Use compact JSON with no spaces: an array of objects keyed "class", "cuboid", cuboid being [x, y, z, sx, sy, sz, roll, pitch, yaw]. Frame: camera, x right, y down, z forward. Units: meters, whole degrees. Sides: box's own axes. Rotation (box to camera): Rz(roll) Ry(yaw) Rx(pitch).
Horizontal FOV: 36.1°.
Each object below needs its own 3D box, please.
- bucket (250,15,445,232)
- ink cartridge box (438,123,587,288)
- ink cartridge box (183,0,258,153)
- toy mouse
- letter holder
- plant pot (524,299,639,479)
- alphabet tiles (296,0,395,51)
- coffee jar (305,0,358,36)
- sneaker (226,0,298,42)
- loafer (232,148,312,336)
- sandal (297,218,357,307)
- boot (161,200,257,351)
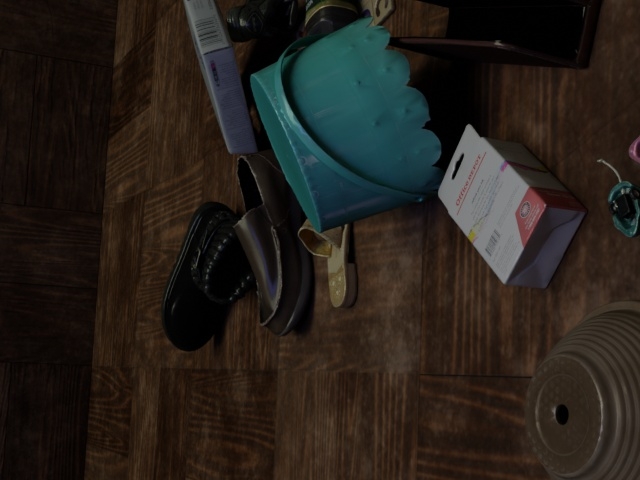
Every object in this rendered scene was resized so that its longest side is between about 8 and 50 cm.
[{"class":"bucket","cuboid":[0.032,-0.154,1.357,0.281,0.183,0.281,156,90,-84]},{"class":"ink cartridge box","cuboid":[0.226,-0.047,1.196,0.198,0.067,0.115,60,137,48]},{"class":"ink cartridge box","cuboid":[-0.203,-0.333,1.977,0.324,0.072,0.330,-111,9,-45]},{"class":"toy mouse","cuboid":[0.338,-0.060,1.004,0.143,0.031,0.160,38,118,60]},{"class":"letter holder","cuboid":[0.164,-0.309,1.210,0.302,0.215,0.151,26,107,63]},{"class":"plant pot","cuboid":[0.283,0.174,0.979,0.237,0.110,0.237,-23,64,60]},{"class":"alphabet tiles","cuboid":[0.035,-0.388,1.733,0.342,0.011,0.285,-38,50,56]},{"class":"coffee jar","cuboid":[0.015,-0.424,1.679,0.096,0.079,0.184,-36,54,57]},{"class":"sneaker","cuboid":[-0.091,-0.441,1.920,0.227,0.130,0.087,-60,-35,-66]},{"class":"loafer","cuboid":[-0.104,-0.001,1.798,0.134,0.130,0.365,-41,48,55]},{"class":"sandal","cuboid":[0.003,-0.003,1.634,0.088,0.079,0.240,-47,43,51]},{"class":"boot","cuboid":[-0.220,0.100,2.016,0.260,0.131,0.347,36,116,61]}]
